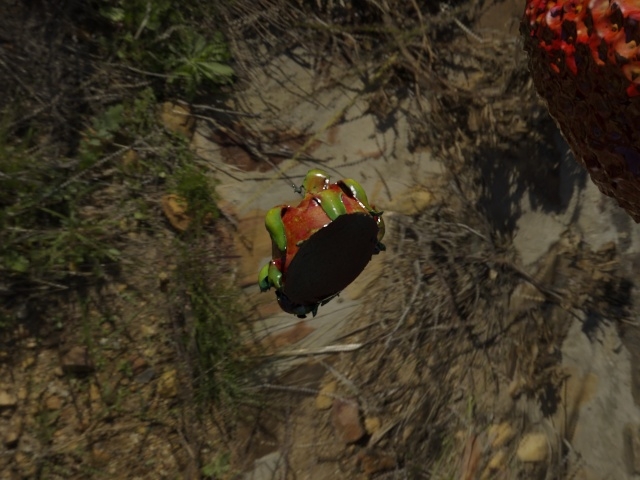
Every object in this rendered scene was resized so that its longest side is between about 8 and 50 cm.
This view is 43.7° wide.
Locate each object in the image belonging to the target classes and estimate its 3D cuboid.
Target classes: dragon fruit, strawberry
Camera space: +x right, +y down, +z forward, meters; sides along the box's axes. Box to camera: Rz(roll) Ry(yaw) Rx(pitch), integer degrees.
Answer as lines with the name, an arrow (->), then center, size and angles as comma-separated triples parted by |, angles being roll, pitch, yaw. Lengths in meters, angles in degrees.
dragon fruit -> 0.000, 0.000, 0.810 | 0.142, 0.175, 0.138 | 25, 115, -29
strawberry -> 0.272, -0.127, 0.575 | 0.288, 0.250, 0.238 | 25, 140, 40
